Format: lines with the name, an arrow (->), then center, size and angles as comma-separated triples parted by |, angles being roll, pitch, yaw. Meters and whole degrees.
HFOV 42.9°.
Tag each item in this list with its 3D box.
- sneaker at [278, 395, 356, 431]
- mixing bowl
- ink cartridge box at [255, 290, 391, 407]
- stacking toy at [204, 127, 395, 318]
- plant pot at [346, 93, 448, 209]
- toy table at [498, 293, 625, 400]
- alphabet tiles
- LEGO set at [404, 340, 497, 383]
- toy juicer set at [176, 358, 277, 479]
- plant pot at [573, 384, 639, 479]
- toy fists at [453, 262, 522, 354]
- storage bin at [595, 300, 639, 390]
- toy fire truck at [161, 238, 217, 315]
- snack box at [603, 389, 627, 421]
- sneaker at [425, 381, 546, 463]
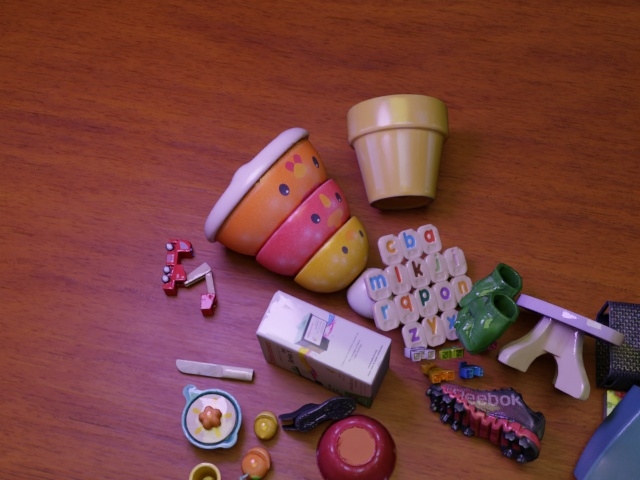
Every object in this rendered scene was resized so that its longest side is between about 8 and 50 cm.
sneaker -> -0.008, 0.383, 1.816 | 0.170, 0.089, 0.051 | -22, 95, -7
mixing bowl -> 0.078, 0.456, 1.770 | 0.182, 0.098, 0.181 | -1, 64, 1
ink cartridge box -> 0.009, 0.245, 1.817 | 0.278, 0.201, 0.117 | 23, 67, 13
stacking toy -> 0.000, 0.000, 1.926 | 0.480, 0.350, 0.350 | 41, 72, 1
plant pot -> 0.196, -0.208, 2.017 | 0.254, 0.254, 0.238 | -3, 79, 1
toy table -> 0.512, 0.231, 1.778 | 0.252, 0.274, 0.160 | 24, 90, -20
alphabet tiles -> 0.234, 0.111, 1.894 | 0.284, 0.021, 0.277 | -15, 88, -29
LEGO set -> 0.282, 0.274, 1.854 | 0.227, 0.093, 0.086 | -3, 96, -27
toy juicer set -> -0.206, 0.390, 1.820 | 0.209, 0.089, 0.328 | -12, 64, -3
plant pot -> 0.654, 0.452, 1.694 | 0.166, 0.165, 0.234 | 43, 94, 8
toy fists -> 0.368, 0.155, 1.824 | 0.096, 0.142, 0.279 | 35, 27, 0
storage bin -> 0.677, 0.238, 1.833 | 0.085, 0.122, 0.180 | 5, 65, 5
toy fire truck -> -0.317, 0.087, 1.994 | 0.135, 0.047, 0.192 | 1, 63, 3
snack box -> 0.703, 0.393, 1.805 | 0.141, 0.037, 0.100 | 6, 66, 6
sneaker -> 0.372, 0.376, 1.799 | 0.276, 0.097, 0.135 | 24, 49, 26
